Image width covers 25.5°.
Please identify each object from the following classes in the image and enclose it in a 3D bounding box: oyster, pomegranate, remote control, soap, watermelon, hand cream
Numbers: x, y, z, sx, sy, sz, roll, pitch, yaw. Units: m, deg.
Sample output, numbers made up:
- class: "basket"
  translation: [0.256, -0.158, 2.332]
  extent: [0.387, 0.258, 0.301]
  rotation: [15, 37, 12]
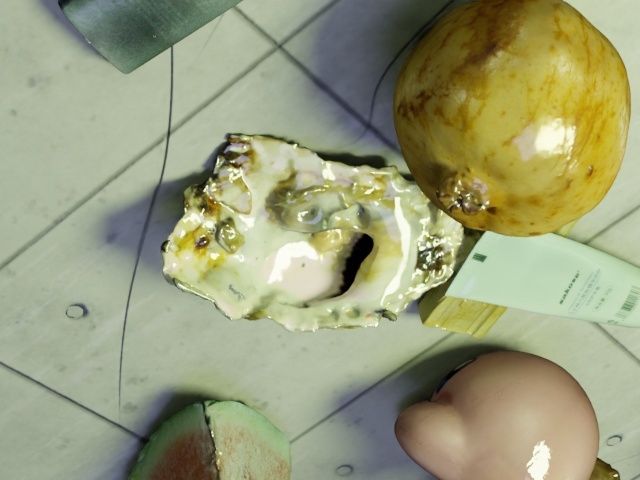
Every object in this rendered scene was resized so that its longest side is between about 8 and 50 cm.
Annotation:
- class: "oyster"
  translation: [-0.001, 0.002, 1.512]
  extent: [0.355, 0.107, 0.201]
  rotation: [12, 97, -20]
- class: "pomegranate"
  translation: [0.180, -0.116, 1.345]
  extent: [0.248, 0.248, 0.248]
  rotation: [-9, 136, -9]
- class: "remote control"
  translation: [-0.050, -0.278, 1.245]
  extent: [0.378, 0.044, 0.107]
  rotation: [-31, 139, 14]
- class: "soap"
  translation: [0.212, 0.012, 1.623]
  extent: [0.092, 0.037, 0.252]
  rotation: [13, 129, -30]
- class: "watermelon"
  translation: [-0.135, 0.336, 1.723]
  extent: [0.310, 0.232, 0.193]
  rotation: [-61, 158, 17]
- class: "hand cream"
  translation: [0.282, 0.047, 1.621]
  extent: [0.321, 0.067, 0.109]
  rotation: [13, 117, -41]

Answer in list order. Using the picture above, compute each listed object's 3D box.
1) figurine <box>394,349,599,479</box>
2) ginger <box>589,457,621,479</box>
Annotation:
- class: "figurine"
  translation: [0.244, 0.252, 1.726]
  extent: [0.211, 0.261, 0.270]
  rotation: [-43, 170, 2]
- class: "ginger"
  translation: [0.293, 0.422, 1.948]
  extent: [0.269, 0.200, 0.223]
  rotation: [-49, 176, -18]
